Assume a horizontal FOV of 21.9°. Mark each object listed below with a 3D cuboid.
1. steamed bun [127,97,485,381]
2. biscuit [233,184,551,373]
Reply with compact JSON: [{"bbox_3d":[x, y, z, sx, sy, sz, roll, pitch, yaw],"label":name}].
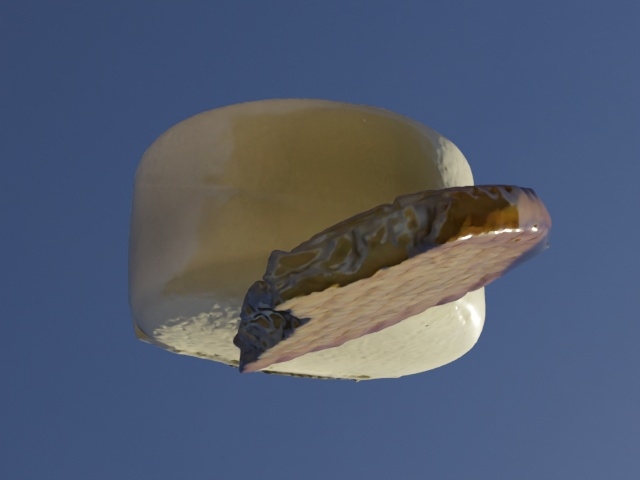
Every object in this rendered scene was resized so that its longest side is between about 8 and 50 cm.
[{"bbox_3d":[0.000,0.000,1.087,0.241,0.164,0.146,11,-120,-26],"label":"steamed bun"},{"bbox_3d":[0.018,0.020,0.785,0.176,0.228,0.031,-3,-107,-49],"label":"biscuit"}]
